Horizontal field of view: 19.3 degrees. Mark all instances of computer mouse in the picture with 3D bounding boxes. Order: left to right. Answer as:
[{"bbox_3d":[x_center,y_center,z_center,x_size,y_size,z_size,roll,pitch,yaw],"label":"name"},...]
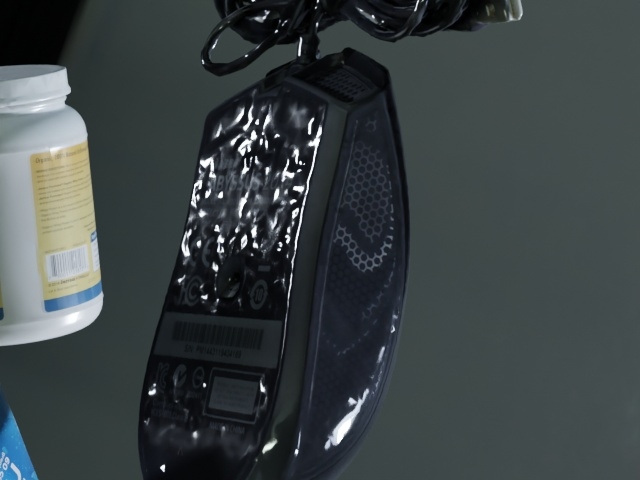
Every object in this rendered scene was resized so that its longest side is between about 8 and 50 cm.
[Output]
[{"bbox_3d":[0.000,0.000,0.787,0.072,0.272,0.188,17,176,-35],"label":"computer mouse"}]

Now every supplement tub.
[{"bbox_3d":[-0.247,-0.029,1.447,0.144,0.199,0.144,-4,-169,1],"label":"supplement tub"}]

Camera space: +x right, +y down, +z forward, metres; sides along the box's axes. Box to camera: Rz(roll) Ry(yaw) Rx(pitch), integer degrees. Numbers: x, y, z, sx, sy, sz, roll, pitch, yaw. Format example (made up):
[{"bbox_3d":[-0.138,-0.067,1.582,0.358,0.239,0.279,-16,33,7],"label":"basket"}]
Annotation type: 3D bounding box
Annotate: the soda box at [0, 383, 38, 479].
[{"bbox_3d":[-0.156,0.152,0.828,0.071,0.067,0.210,0,128,19],"label":"soda box"}]
